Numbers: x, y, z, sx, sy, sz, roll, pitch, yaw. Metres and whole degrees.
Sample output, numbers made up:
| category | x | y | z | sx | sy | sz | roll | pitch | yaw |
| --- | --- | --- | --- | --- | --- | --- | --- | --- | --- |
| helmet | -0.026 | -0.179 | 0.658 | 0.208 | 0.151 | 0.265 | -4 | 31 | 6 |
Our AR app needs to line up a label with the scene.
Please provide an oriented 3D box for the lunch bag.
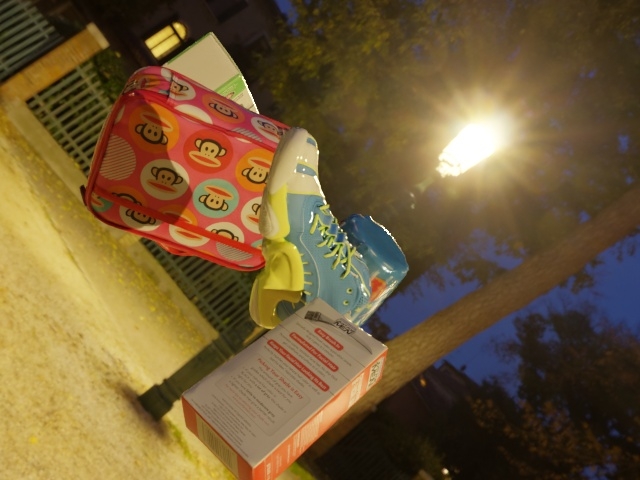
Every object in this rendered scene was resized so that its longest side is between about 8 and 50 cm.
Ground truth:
| category | x | y | z | sx | sy | sz | roll | pitch | yaw |
| --- | --- | --- | --- | --- | --- | --- | --- | --- | --- |
| lunch bag | -0.178 | -0.080 | 0.818 | 0.293 | 0.258 | 0.120 | 21 | 33 | -21 |

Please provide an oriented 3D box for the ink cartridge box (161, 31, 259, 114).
| category | x | y | z | sx | sy | sz | roll | pitch | yaw |
| --- | --- | --- | --- | --- | --- | --- | --- | --- | --- |
| ink cartridge box | -0.264 | -0.301 | 1.263 | 0.121 | 0.211 | 0.289 | 53 | -1 | 6 |

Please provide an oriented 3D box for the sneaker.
| category | x | y | z | sx | sy | sz | roll | pitch | yaw |
| --- | --- | --- | --- | --- | --- | --- | --- | --- | --- |
| sneaker | 0.000 | 0.000 | 0.576 | 0.091 | 0.126 | 0.240 | -82 | -177 | -49 |

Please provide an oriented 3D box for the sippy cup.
| category | x | y | z | sx | sy | sz | roll | pitch | yaw |
| --- | --- | --- | --- | --- | --- | --- | --- | --- | --- |
| sippy cup | 0.052 | 0.071 | 1.179 | 0.240 | 0.224 | 0.305 | 38 | 24 | -21 |

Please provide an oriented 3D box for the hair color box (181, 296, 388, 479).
| category | x | y | z | sx | sy | sz | roll | pitch | yaw |
| --- | --- | --- | --- | --- | --- | --- | --- | --- | --- |
| hair color box | -0.028 | 0.131 | 0.506 | 0.093 | 0.167 | 0.053 | 34 | -41 | 30 |
